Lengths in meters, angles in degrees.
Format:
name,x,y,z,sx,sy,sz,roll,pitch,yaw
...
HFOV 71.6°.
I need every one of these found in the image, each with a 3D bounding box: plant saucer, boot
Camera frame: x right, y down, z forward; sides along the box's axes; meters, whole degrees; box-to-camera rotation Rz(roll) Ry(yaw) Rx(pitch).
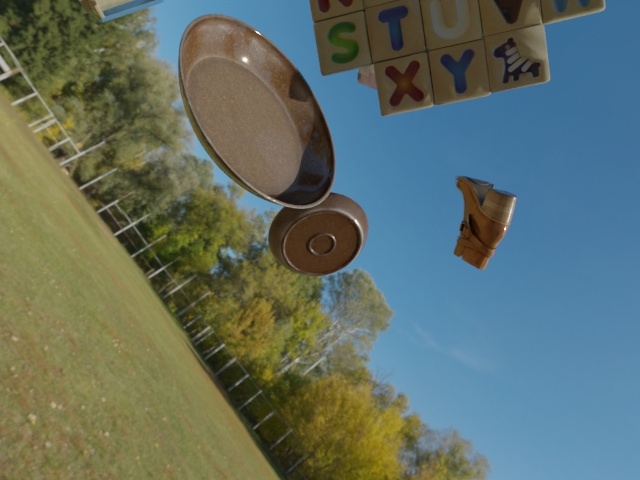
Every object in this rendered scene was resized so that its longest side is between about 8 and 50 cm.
name,x,y,z,sx,sy,sz,roll,pitch,yaw
plant saucer,0.000,0.000,0.724,0.029,0.169,0.168,-105,176,-52
plant saucer,-0.060,-0.117,0.430,0.036,0.198,0.198,-25,-77,34
boot,0.298,-0.042,0.882,0.197,0.073,0.152,-106,-151,-68

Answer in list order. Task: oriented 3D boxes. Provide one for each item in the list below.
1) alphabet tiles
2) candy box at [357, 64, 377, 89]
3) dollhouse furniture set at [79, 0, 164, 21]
name,x,y,z,sx,sy,sz,roll,pitch,yaw
alphabet tiles,0.120,-0.314,0.449,0.011,0.286,0.342,-32,113,-76
candy box,0.118,-0.328,0.628,0.070,0.196,0.165,21,2,2
dollhouse furniture set,-0.374,-0.613,0.809,0.286,0.304,0.198,94,-29,-77
